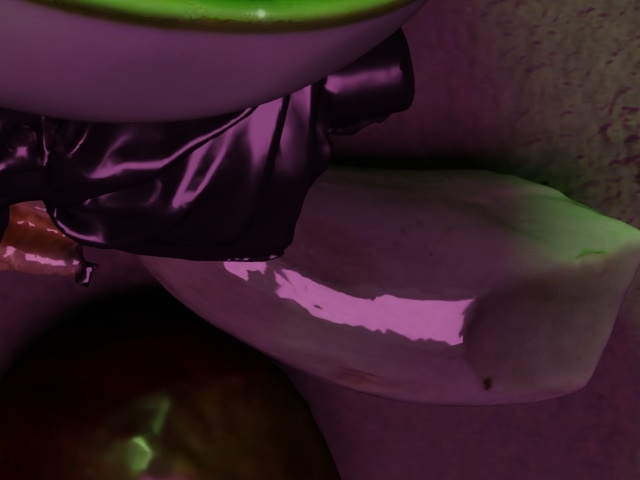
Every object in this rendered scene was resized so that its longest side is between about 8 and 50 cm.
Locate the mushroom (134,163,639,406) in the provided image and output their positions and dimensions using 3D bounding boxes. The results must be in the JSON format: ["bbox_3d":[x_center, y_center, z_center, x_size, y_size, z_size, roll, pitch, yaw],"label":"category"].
[{"bbox_3d":[0.000,0.000,0.845,0.270,0.103,0.118,18,91,-15],"label":"mushroom"}]

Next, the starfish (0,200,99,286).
[{"bbox_3d":[-0.274,-0.032,0.789,0.324,0.082,0.432,-25,123,-16],"label":"starfish"}]

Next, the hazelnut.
[{"bbox_3d":[-0.070,0.126,0.890,0.170,0.160,0.202,-11,85,-5],"label":"hazelnut"}]

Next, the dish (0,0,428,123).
[{"bbox_3d":[-0.111,-0.140,0.648,0.324,0.324,0.124,18,130,-17],"label":"dish"}]

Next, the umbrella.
[{"bbox_3d":[-0.098,-0.043,0.739,0.272,0.110,0.122,-10,84,-11],"label":"umbrella"}]
